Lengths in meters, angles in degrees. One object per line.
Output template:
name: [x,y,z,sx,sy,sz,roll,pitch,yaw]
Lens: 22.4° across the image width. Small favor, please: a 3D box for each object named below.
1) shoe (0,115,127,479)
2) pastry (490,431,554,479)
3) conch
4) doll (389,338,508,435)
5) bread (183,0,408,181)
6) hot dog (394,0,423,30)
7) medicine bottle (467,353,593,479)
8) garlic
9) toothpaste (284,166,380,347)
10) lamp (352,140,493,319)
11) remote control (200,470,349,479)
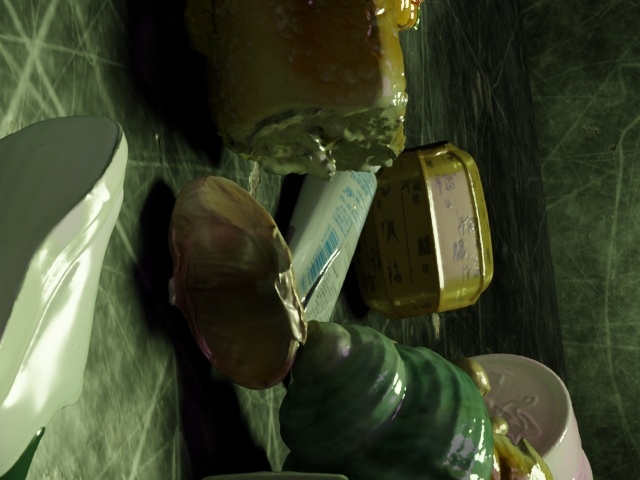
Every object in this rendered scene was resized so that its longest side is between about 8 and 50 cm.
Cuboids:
shoe: [-0.168,0.037,0.898,0.265,0.095,0.110,-68,153,-51]
pastry: [0.125,0.295,1.540,0.236,0.121,0.257,41,77,-23]
conch: [0.040,0.180,1.337,0.195,0.220,0.277,-40,126,-31]
doll: [0.126,0.232,1.699,0.196,0.152,0.255,-118,-176,-66]
bread: [-0.022,-0.164,1.353,0.195,0.176,0.246,70,13,-76]
hot dog: [0.090,-0.393,2.059,0.104,0.076,0.250,-13,97,-74]
medicine bottle: [0.233,0.320,1.975,0.212,0.212,0.325,-80,157,-48]
garlic: [-0.068,0.039,1.261,0.124,0.099,0.174,-111,-170,-66]
toothpaste: [0.000,0.000,1.573,0.299,0.073,0.114,-71,151,-44]
lamp: [0.109,-0.012,1.800,0.161,0.161,0.185,-22,102,-74]
remote control: [-0.031,0.314,1.193,0.038,0.123,0.285,106,-18,-71]
